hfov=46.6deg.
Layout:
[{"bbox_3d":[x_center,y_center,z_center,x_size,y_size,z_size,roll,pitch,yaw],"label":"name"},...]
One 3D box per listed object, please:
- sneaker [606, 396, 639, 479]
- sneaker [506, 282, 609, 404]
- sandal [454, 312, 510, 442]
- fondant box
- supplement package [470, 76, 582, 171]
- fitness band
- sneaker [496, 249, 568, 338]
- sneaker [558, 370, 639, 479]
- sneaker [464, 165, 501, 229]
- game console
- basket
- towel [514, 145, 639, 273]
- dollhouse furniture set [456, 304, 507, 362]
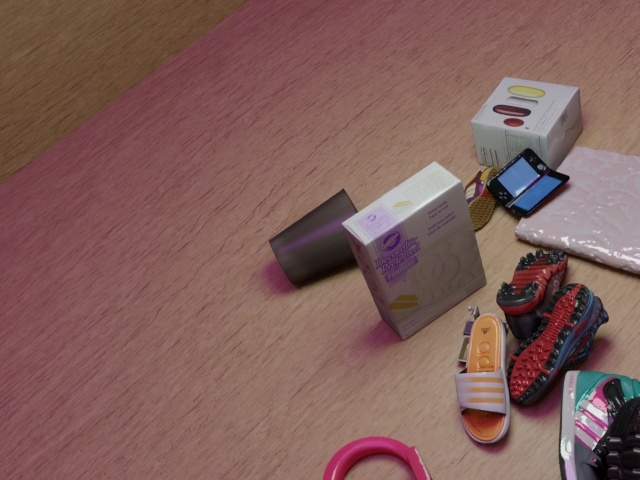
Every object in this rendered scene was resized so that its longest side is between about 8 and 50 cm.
[{"bbox_3d":[0.552,0.394,1.179,0.163,0.106,0.281,7,81,-15],"label":"sneaker"},{"bbox_3d":[0.469,0.218,1.437,0.261,0.125,0.104,-56,28,4],"label":"sneaker"},{"bbox_3d":[0.306,0.258,1.450,0.102,0.076,0.265,-17,54,36],"label":"sandal"},{"bbox_3d":[0.208,0.030,1.577,0.238,0.330,0.096,-34,43,-9],"label":"fondant box"},{"bbox_3d":[0.525,-0.289,1.885,0.203,0.149,0.194,18,57,35],"label":"supplement package"},{"bbox_3d":[0.114,0.491,1.372,0.209,0.054,0.290,-24,41,4],"label":"fitness band"},{"bbox_3d":[0.454,0.113,1.559,0.098,0.135,0.276,-5,21,37],"label":"sneaker"},{"bbox_3d":[0.515,0.350,1.281,0.179,0.123,0.295,-10,42,29],"label":"sneaker"},{"bbox_3d":[0.383,-0.098,1.830,0.185,0.070,0.084,-57,19,-16],"label":"sneaker"},{"bbox_3d":[0.485,-0.140,1.748,0.144,0.085,0.124,-40,83,-3],"label":"game console"},{"bbox_3d":[0.000,0.000,1.842,0.227,0.154,0.204,-28,41,1],"label":"basket"},{"bbox_3d":[0.659,-0.075,1.680,0.332,0.053,0.317,19,58,39],"label":"towel"},{"bbox_3d":[0.327,0.195,1.542,0.091,0.081,0.114,5,50,28],"label":"dollhouse furniture set"}]
